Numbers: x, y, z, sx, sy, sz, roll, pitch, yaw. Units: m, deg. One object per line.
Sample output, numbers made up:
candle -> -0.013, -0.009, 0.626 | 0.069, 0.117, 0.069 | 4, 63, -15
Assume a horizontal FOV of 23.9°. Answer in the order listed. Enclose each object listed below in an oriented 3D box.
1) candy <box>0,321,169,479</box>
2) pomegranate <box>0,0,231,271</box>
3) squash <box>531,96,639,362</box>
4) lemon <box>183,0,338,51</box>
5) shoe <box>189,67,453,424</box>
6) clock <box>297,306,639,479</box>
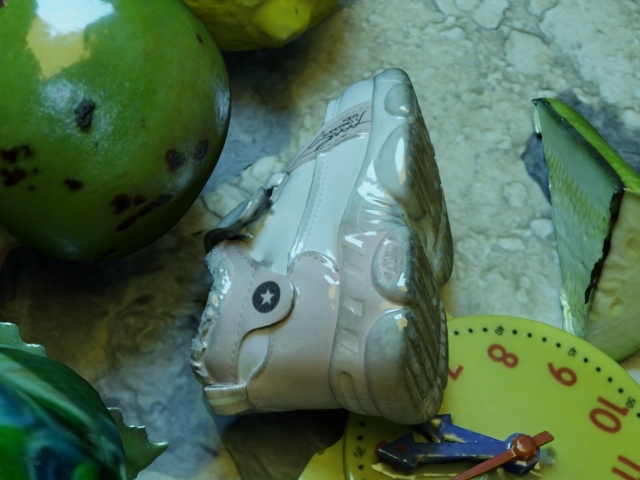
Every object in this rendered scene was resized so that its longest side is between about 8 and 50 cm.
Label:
candy -> -0.209, 0.197, 0.965 | 0.263, 0.172, 0.398 | 35, 12, -25
pomegranate -> -0.237, -0.095, 1.197 | 0.291, 0.291, 0.323 | 38, 64, 15
squash -> 0.253, -0.018, 1.392 | 0.093, 0.169, 0.252 | 4, 23, -11
lemon -> -0.081, -0.297, 1.391 | 0.233, 0.233, 0.288 | -13, 63, -18
shoe -> -0.001, -0.003, 1.241 | 0.198, 0.172, 0.351 | -7, 40, 12
clock -> 0.151, 0.177, 1.211 | 0.293, 0.071, 0.277 | 24, 56, 5
